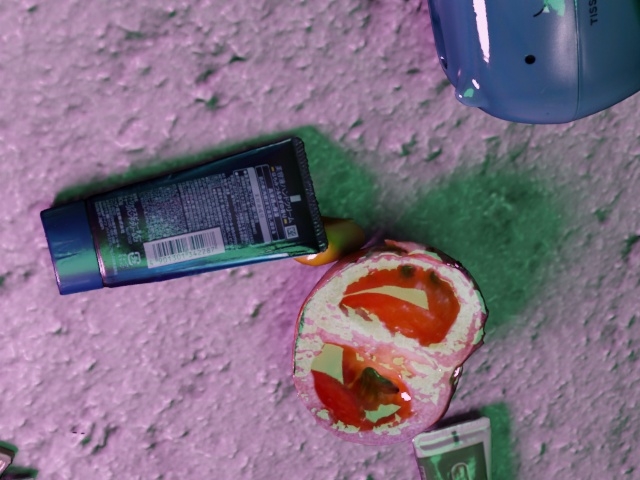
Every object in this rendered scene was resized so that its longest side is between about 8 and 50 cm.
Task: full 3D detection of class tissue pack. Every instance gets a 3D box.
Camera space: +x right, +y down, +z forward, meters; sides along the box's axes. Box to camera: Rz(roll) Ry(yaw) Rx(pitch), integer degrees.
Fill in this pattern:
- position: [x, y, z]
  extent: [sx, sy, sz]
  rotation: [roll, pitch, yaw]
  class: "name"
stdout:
- position: [0.191, -0.257, 1.239]
  extent: [0.206, 0.198, 0.288]
  rotation: [-15, 120, -11]
  class: "tissue pack"

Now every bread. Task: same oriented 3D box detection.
- position: [0.000, 0.000, 1.387]
  extent: [0.062, 0.103, 0.049]
  rotation: [15, 100, 20]
  class: "bread"

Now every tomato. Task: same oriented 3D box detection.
- position: [0.059, 0.092, 1.410]
  extent: [0.199, 0.112, 0.228]
  rotation: [24, 104, -19]
  class: "tomato"

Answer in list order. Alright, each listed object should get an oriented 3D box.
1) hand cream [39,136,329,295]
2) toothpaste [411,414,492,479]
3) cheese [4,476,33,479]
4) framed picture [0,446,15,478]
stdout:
- position: [-0.133, -0.018, 1.306]
  extent: [0.270, 0.061, 0.120]
  rotation: [-13, 83, -9]
  class: "hand cream"
- position: [0.176, 0.387, 1.621]
  extent: [0.098, 0.061, 0.392]
  rotation: [-14, 115, -12]
  class: "toothpaste"
- position: [-0.343, 0.305, 1.412]
  extent: [0.067, 0.026, 0.121]
  rotation: [0, 117, -41]
  class: "cheese"
- position: [-0.481, 0.296, 1.373]
  extent: [0.213, 0.016, 0.289]
  rotation: [28, 102, -28]
  class: "framed picture"
